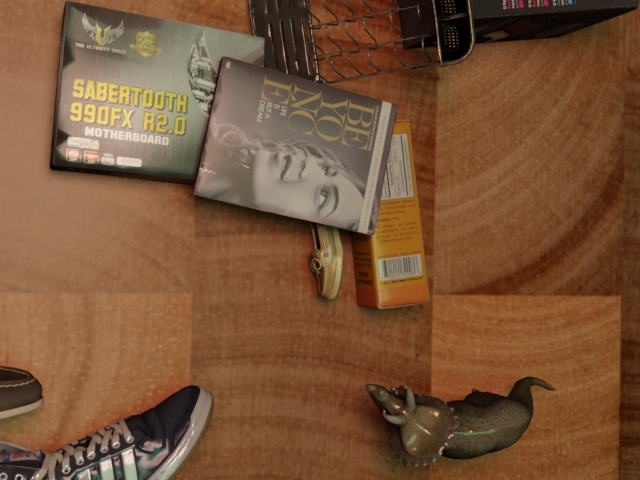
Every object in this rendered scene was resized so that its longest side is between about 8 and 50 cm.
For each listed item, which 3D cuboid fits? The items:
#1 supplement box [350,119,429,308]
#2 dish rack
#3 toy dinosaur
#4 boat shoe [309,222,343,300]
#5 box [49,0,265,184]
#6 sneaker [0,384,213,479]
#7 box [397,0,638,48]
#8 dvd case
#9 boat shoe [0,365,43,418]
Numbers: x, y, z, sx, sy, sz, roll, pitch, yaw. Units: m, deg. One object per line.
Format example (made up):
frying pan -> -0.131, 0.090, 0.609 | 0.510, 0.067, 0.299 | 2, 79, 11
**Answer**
supplement box -> 0.081, -0.033, 1.001 | 0.080, 0.078, 0.233 | -5, 90, -19
dish rack -> 0.039, -0.286, 0.918 | 0.272, 0.074, 0.208 | -7, 93, 17
toy dinosaur -> 0.185, 0.235, 0.995 | 0.314, 0.160, 0.121 | 5, 87, -21
boat shoe -> 0.000, -0.001, 0.982 | 0.048, 0.056, 0.153 | 1, 87, -13
box -> -0.185, -0.160, 0.905 | 0.231, 0.056, 0.183 | 6, 88, -22
sneaker -> -0.256, 0.236, 0.847 | 0.282, 0.099, 0.153 | -47, 107, -13
box -> 0.252, -0.347, 1.028 | 0.270, 0.165, 0.143 | -11, 94, -23
dvd case -> -0.025, -0.108, 0.919 | 0.221, 0.018, 0.164 | 13, 85, -17
boat shoe -> -0.447, 0.129, 0.764 | 0.335, 0.112, 0.095 | 2, 93, -19
